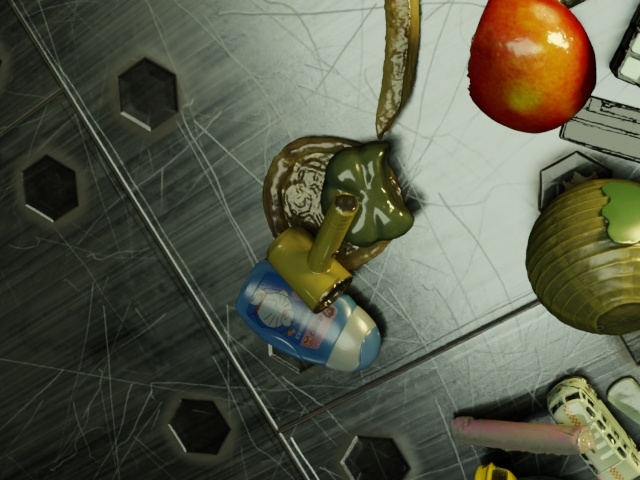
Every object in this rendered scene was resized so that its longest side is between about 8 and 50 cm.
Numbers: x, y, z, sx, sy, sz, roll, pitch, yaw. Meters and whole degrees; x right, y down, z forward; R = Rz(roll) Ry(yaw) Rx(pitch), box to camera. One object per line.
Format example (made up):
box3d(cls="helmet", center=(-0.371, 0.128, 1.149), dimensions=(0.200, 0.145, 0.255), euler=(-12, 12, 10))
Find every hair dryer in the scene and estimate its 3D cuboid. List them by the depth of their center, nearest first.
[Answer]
box3d(cls="hair dryer", center=(0.000, 0.000, 1.476), dimensions=(0.135, 0.090, 0.279), euler=(48, 151, 14))

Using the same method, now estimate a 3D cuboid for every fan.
box3d(cls="fan", center=(0.591, 0.344, 1.544), dimensions=(0.057, 0.023, 0.282), euler=(-43, 88, 19))

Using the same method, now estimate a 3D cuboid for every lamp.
box3d(cls="lamp", center=(0.432, 0.007, 1.411), dimensions=(0.250, 0.284, 0.250), euler=(-5, 142, -4))

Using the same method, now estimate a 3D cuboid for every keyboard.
box3d(cls="keyboard", center=(0.506, -0.161, 1.445), dimensions=(0.250, 0.017, 0.087), euler=(17, 106, 10))

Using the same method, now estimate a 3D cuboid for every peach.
box3d(cls="peach", center=(0.298, -0.273, 1.375), dimensions=(0.226, 0.196, 0.190), euler=(39, 103, -23))

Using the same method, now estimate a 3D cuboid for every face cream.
box3d(cls="face cream", center=(-0.016, 0.142, 1.625), dimensions=(0.263, 0.083, 0.149), euler=(27, 103, 7))

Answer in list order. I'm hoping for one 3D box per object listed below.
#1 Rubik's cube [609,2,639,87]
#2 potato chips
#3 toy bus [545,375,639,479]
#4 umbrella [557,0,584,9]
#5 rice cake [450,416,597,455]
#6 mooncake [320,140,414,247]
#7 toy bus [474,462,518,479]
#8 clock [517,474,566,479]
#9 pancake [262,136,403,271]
box3d(cls="Rubik's cube", center=(0.537, -0.288, 1.318), dimensions=(0.182, 0.187, 0.184), euler=(25, 106, 9))
box3d(cls="potato chips", center=(0.118, -0.368, 1.478), dimensions=(0.080, 0.057, 0.407), euler=(0, 103, 15))
box3d(cls="toy bus", center=(0.457, 0.324, 1.538), dimensions=(0.087, 0.089, 0.194), euler=(-37, 91, 20))
box3d(cls="umbrella", center=(0.485, -0.442, 1.354), dimensions=(0.337, 0.073, 0.067), euler=(-27, 116, 19))
box3d(cls="rice cake", center=(0.334, 0.328, 1.543), dimensions=(0.269, 0.049, 0.055), euler=(-4, 86, 44))
box3d(cls="mooncake", center=(0.081, -0.075, 1.511), dimensions=(0.175, 0.104, 0.168), euler=(37, 98, -4))
box3d(cls="toy bus", center=(0.365, 0.528, 1.534), dimensions=(0.152, 0.144, 0.330), euler=(-22, 99, 19))
box3d(cls="clock", center=(0.392, 0.522, 1.627), dimensions=(0.225, 0.049, 0.226), euler=(3, 104, 13))
box3d(cls="pancake", center=(0.018, -0.059, 1.594), dimensions=(0.249, 0.031, 0.250), euler=(3, 105, 10))
